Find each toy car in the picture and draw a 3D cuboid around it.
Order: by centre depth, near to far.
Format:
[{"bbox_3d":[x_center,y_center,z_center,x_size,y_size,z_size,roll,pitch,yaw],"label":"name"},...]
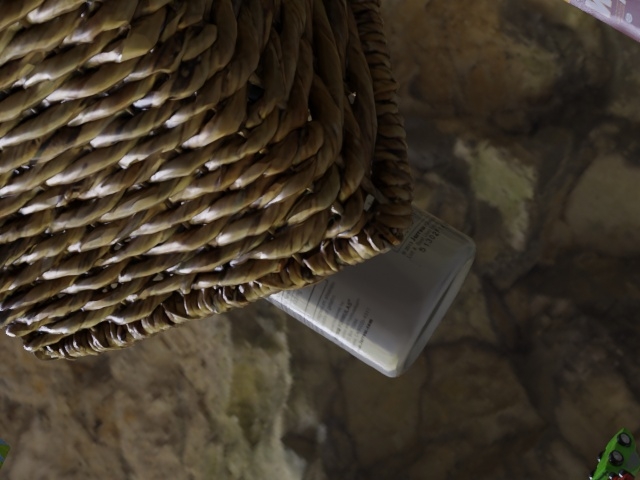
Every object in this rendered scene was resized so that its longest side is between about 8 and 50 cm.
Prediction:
[{"bbox_3d":[0.391,0.343,1.468,0.225,0.053,0.239,-45,-12,-46],"label":"toy car"}]

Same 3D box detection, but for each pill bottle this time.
[{"bbox_3d":[0.000,0.000,0.887,0.131,0.229,0.131,-54,-13,-19],"label":"pill bottle"}]

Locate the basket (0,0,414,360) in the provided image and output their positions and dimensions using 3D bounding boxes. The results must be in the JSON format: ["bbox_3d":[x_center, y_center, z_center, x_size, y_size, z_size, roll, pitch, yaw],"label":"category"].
[{"bbox_3d":[-0.110,-0.095,0.573,0.299,0.213,0.223,-22,-50,39],"label":"basket"}]

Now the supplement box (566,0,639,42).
[{"bbox_3d":[0.433,-0.340,1.315,0.194,0.191,0.129,-16,-52,-21],"label":"supplement box"}]

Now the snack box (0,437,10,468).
[{"bbox_3d":[-0.387,0.265,0.953,0.174,0.207,0.070,-27,-63,22],"label":"snack box"}]
